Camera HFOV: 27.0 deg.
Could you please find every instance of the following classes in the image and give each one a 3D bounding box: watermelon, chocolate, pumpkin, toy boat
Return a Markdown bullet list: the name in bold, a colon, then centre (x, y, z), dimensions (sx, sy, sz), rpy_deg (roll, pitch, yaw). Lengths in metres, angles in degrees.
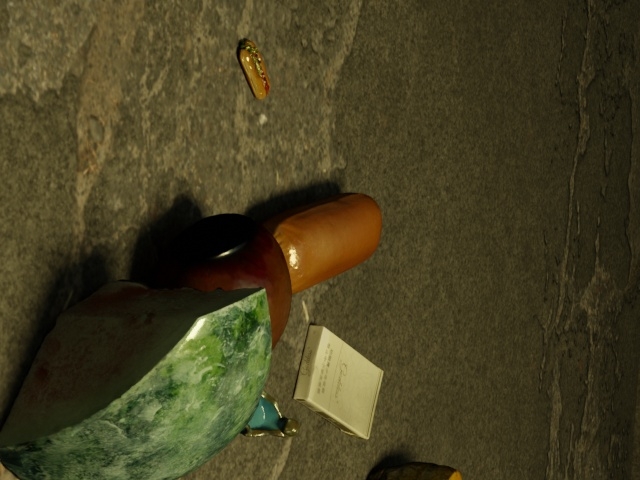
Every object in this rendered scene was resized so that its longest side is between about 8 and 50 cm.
- **watermelon**: centre (-0.213, 0.152, 1.382), dimensions (0.289, 0.213, 0.320), rpy_deg (-20, 156, -26)
- **chocolate**: centre (-0.108, 0.063, 1.512), dimensions (0.177, 0.177, 0.176), rpy_deg (-6, 97, -61)
- **pumpkin**: centre (0.121, 0.417, 1.976), dimensions (0.248, 0.131, 0.126), rpy_deg (-55, 146, -52)
- **toy boat**: centre (-0.092, 0.190, 1.621), dimensions (0.185, 0.077, 0.075), rpy_deg (58, 42, -45)

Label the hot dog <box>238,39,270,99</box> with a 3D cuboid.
- **hot dog**: centre (-0.080, -0.216, 1.678), dimensions (0.037, 0.021, 0.083), rpy_deg (-65, 145, -38)

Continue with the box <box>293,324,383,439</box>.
- **box**: centre (0.027, 0.204, 1.889), dimensions (0.198, 0.029, 0.109), rpy_deg (41, 56, -53)

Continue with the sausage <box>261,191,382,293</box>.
- **sausage**: centre (0.000, -0.001, 1.757), dimensions (0.274, 0.105, 0.105), rpy_deg (-23, 111, -59)
